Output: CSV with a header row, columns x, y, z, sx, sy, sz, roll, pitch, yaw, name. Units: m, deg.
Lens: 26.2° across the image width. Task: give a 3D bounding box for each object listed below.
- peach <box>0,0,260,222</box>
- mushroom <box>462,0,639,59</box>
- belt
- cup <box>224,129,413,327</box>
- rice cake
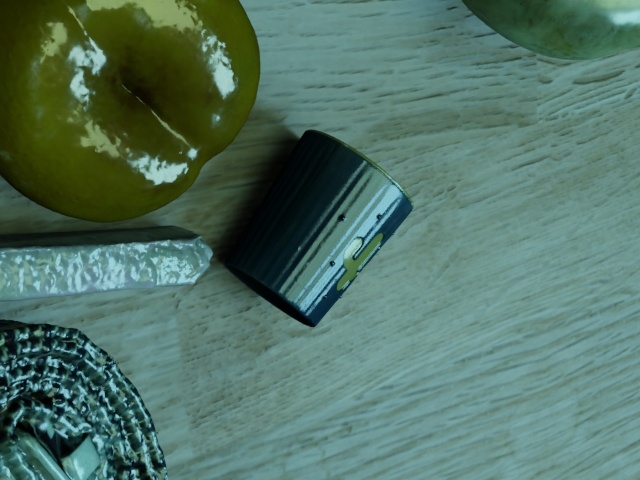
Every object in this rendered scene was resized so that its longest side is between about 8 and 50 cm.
x,y,z,sx,sy,sz,roll,pitch,yaw,name
-0.172,-0.137,1.134,0.251,0.153,0.251,-22,133,-26,peach
0.272,-0.352,1.359,0.352,0.260,0.352,0,90,-9,mushroom
-0.254,0.196,1.167,0.295,0.160,0.207,55,49,-34,belt
0.000,0.000,1.349,0.155,0.131,0.176,-53,152,-10,cup
-0.256,0.022,1.174,0.365,0.072,0.056,-4,106,-38,rice cake
